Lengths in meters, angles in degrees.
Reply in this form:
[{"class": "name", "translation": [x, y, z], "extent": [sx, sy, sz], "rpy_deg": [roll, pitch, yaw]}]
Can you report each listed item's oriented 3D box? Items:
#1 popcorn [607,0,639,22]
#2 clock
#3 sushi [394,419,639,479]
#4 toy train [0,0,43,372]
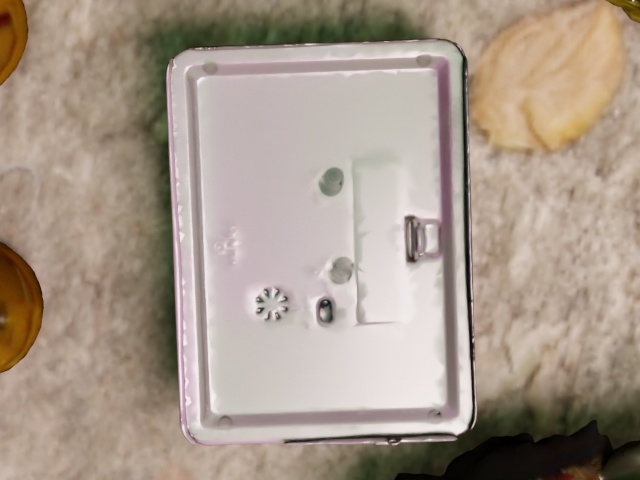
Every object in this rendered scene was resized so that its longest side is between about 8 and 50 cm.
[{"class": "popcorn", "translation": [0.205, -0.194, 0.678], "extent": [0.266, 0.233, 0.192], "rpy_deg": [7, 65, -35]}, {"class": "clock", "translation": [0.000, 0.000, 0.764], "extent": [0.146, 0.071, 0.192], "rpy_deg": [-2, 95, 1]}, {"class": "sushi", "translation": [0.121, 0.206, 0.729], "extent": [0.238, 0.219, 0.225], "rpy_deg": [-12, 132, -24]}, {"class": "toy train", "translation": [-0.259, -0.047, 0.721], "extent": [0.231, 0.163, 0.369], "rpy_deg": [-1, 93, 5]}]
